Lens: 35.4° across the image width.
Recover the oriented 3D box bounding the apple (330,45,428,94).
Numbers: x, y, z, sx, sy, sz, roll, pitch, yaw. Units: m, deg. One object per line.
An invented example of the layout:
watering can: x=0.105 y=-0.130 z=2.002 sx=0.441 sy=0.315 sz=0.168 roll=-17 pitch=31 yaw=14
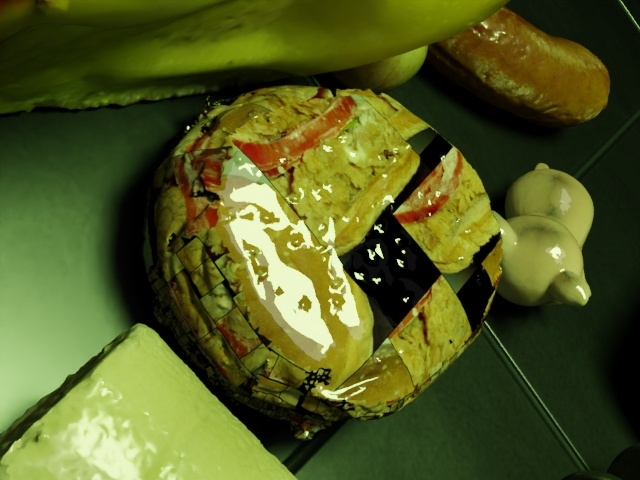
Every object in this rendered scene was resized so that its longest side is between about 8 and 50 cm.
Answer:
apple: x=0.039 y=-0.149 z=0.737 sx=0.084 sy=0.071 sz=0.084 roll=20 pitch=55 yaw=-31

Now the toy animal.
toy animal: x=0.165 y=-0.005 z=0.758 sx=0.150 sy=0.083 sz=0.089 roll=-66 pitch=156 yaw=-50

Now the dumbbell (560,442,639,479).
dumbbell: x=0.214 y=0.193 z=0.678 sx=0.208 sy=0.099 sz=0.099 roll=-7 pitch=72 yaw=-41

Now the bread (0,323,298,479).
bread: x=-0.085 y=0.132 z=0.437 sx=0.141 sy=0.134 sz=0.148 roll=48 pitch=56 yaw=-8

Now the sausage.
sausage: x=0.122 y=-0.176 z=0.818 sx=0.302 sy=0.076 sz=0.103 roll=32 pitch=50 yaw=-22

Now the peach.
peach: x=-0.049 y=-0.213 z=0.549 sx=0.380 sy=0.306 sz=0.243 roll=-10 pitch=81 yaw=-38

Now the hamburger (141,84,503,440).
hamburger: x=0.000 y=0.000 z=0.605 sx=0.231 sy=0.106 sz=0.231 roll=13 pitch=67 yaw=-32
